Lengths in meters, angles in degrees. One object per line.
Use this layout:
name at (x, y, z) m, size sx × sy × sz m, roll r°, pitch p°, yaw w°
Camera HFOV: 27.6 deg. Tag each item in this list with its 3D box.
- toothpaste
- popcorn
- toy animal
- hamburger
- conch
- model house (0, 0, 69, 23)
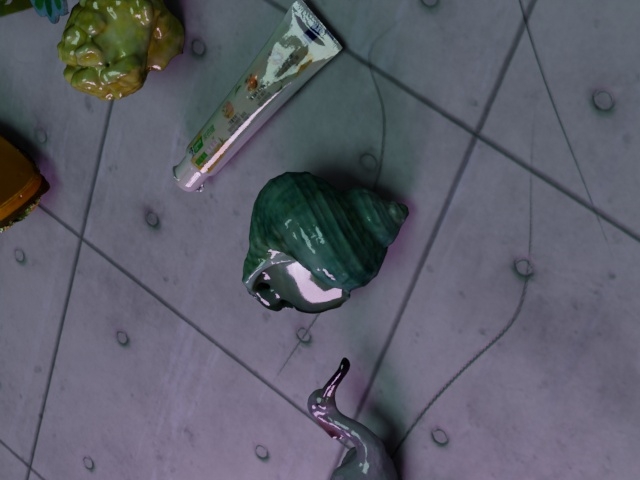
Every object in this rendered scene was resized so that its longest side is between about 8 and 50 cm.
toothpaste at (-0.089, -0.164, 1.581) m, size 0.314 × 0.058 × 0.056 m, roll -44°, pitch 37°, yaw 38°
popcorn at (-0.250, -0.257, 1.596) m, size 0.142 × 0.173 × 0.173 m, roll 42°, pitch 131°, yaw 2°
toy animal at (0.060, 0.301, 1.648) m, size 0.195 × 0.090 × 0.324 m, roll -29°, pitch 100°, yaw 36°
hamburger at (-0.480, -0.086, 1.880) m, size 0.166 × 0.137 × 0.087 m, roll 44°, pitch 162°, yaw 15°
conch at (0.003, -0.002, 1.532) m, size 0.202 × 0.134 × 0.196 m, roll 1°, pitch 151°, yaw 32°
model house at (-0.429, -0.415, 1.542) m, size 0.313 × 0.242 × 0.358 m, roll 8°, pitch 115°, yaw 62°
